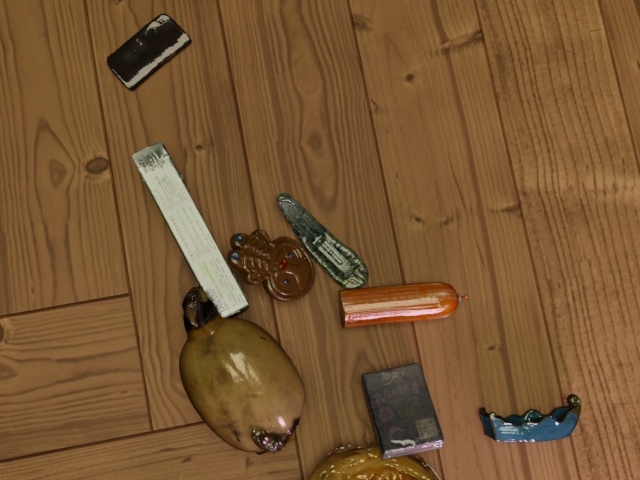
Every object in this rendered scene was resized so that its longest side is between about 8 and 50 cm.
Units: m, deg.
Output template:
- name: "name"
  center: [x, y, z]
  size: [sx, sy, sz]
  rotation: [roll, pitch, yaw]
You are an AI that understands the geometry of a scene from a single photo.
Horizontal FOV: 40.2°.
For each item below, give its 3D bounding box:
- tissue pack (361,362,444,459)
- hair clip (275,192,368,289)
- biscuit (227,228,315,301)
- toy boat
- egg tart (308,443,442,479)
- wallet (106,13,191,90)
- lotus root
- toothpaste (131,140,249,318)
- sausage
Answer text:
- name: "tissue pack"
  center: [0.144, 0.299, 1.546]
  size: [0.112, 0.051, 0.156]
  rotation: [-10, 57, -8]
- name: "hair clip"
  center: [0.000, 0.000, 1.614]
  size: [0.066, 0.036, 0.229]
  rotation: [-44, 93, -6]
- name: "biscuit"
  center: [-0.084, 0.043, 1.566]
  size: [0.175, 0.026, 0.124]
  rotation: [22, 59, -27]
- name: "toy boat"
  center: [0.382, 0.316, 1.576]
  size: [0.185, 0.075, 0.077]
  rotation: [1, 90, -7]
- name: "egg tart"
  center: [0.091, 0.496, 1.510]
  size: [0.297, 0.132, 0.297]
  rotation: [2, 66, -5]
- name: "wallet"
  center: [-0.325, -0.358, 1.652]
  size: [0.156, 0.018, 0.082]
  rotation: [-43, 87, -9]
- name: "lotus root"
  center: [-0.149, 0.218, 1.482]
  size: [0.182, 0.183, 0.310]
  rotation: [-36, 104, -9]
- name: "toothpaste"
  center: [-0.233, -0.013, 1.575]
  size: [0.067, 0.081, 0.337]
  rotation: [-28, 84, -8]
- name: "sausage"
  center: [0.152, 0.114, 1.592]
  size: [0.234, 0.071, 0.071]
  rotation: [-5, 82, -6]
